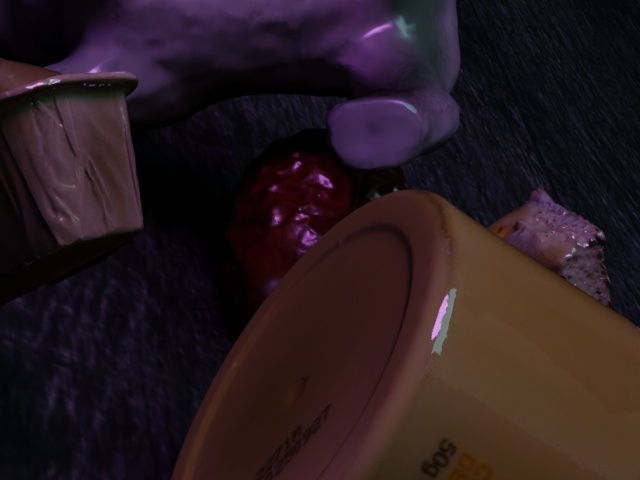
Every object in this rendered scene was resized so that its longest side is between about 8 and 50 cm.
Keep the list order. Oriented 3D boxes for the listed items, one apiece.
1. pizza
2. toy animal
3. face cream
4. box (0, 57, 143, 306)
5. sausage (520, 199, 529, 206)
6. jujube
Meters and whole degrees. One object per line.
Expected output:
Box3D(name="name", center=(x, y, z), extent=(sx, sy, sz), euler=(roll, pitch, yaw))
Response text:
Box3D(name="pizza", center=(0.111, 0.059, 1.183), extent=(0.081, 0.188, 0.204), euler=(-12, 25, -16))
Box3D(name="toy animal", center=(-0.063, -0.144, 1.112), extent=(0.344, 0.194, 0.302), euler=(3, 15, 0))
Box3D(name="face cream", center=(0.058, 0.111, 0.872), extent=(0.179, 0.218, 0.218), euler=(33, 24, -19))
Box3D(name="box", center=(-0.157, -0.022, 0.841), extent=(0.111, 0.177, 0.111), euler=(42, 35, -39))
Box3D(name="sausage", center=(0.179, 0.013, 1.502), extent=(0.034, 0.034, 0.129), euler=(33, 24, -21))
Box3D(name="jujube", center=(0.000, 0.000, 1.128), extent=(0.176, 0.112, 0.109), euler=(-69, 153, -63))
